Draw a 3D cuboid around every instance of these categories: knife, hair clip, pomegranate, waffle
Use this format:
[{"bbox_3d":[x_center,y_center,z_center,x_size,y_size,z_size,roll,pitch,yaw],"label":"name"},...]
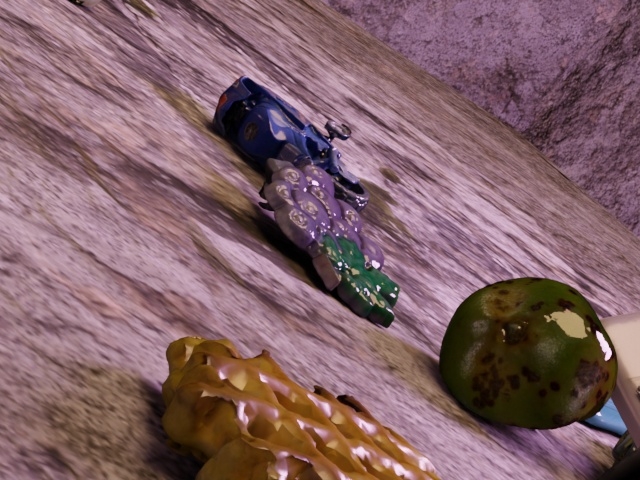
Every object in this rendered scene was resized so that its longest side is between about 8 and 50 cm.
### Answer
[{"bbox_3d":[0.303,0.178,1.799,0.222,0.031,0.064,25,20,-49],"label":"knife"},{"bbox_3d":[-0.001,0.001,1.542,0.124,0.052,0.195,12,35,-47],"label":"hair clip"},{"bbox_3d":[0.178,0.092,1.502,0.143,0.122,0.169,12,-2,33],"label":"pomegranate"},{"bbox_3d":[0.021,0.138,0.976,0.291,0.051,0.291,39,11,-9],"label":"waffle"}]

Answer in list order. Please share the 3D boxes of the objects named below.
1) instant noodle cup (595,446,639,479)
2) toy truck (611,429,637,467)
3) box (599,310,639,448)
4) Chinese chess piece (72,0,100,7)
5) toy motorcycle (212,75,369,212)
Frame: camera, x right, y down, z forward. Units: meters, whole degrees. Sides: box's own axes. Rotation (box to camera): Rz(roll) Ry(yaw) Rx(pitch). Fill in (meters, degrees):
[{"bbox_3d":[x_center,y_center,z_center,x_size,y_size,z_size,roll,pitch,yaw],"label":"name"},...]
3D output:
[{"bbox_3d":[0.224,0.225,0.828,0.258,0.302,0.181,8,-33,46],"label":"instant noodle cup"},{"bbox_3d":[0.325,0.181,1.625,0.085,0.116,0.191,40,11,5],"label":"toy truck"},{"bbox_3d":[0.332,0.176,1.511,0.142,0.044,0.285,-9,58,-25],"label":"box"},{"bbox_3d":[-0.255,-0.269,1.860,0.084,0.034,0.084,35,9,-6],"label":"Chinese chess piece"},{"bbox_3d":[-0.036,-0.095,1.748,0.114,0.076,0.205,11,29,-49],"label":"toy motorcycle"}]
